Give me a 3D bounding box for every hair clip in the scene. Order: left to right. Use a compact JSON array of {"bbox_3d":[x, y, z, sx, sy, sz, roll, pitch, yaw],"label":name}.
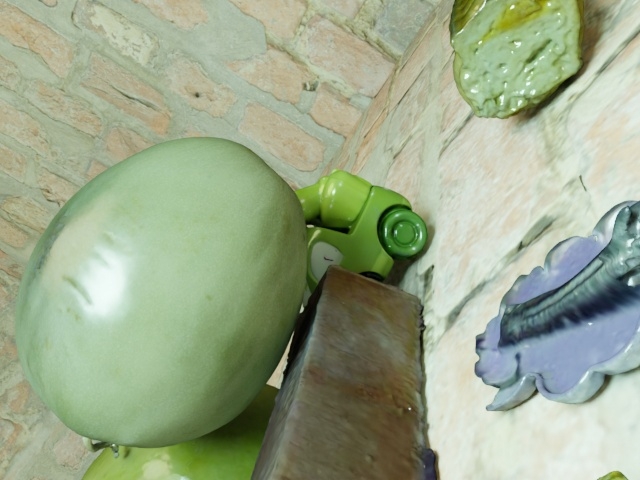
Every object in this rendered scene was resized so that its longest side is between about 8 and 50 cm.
[{"bbox_3d":[0.144,0.034,0.333,0.124,0.052,0.195,-59,1,-38],"label":"hair clip"}]

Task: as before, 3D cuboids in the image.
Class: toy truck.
[{"bbox_3d":[0.021,-0.004,0.705,0.187,0.210,0.148,-44,4,-9],"label":"toy truck"}]

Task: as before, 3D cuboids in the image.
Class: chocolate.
[{"bbox_3d":[0.017,0.141,0.475,0.112,0.111,0.321,-57,8,28],"label":"chocolate"}]

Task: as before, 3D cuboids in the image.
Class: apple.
[{"bbox_3d":[-0.146,0.334,0.675,0.360,0.311,0.320,-30,70,63],"label":"apple"}]

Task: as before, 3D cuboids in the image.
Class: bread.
[{"bbox_3d":[0.210,-0.240,0.628,0.152,0.129,0.268,-59,6,35],"label":"bread"}]

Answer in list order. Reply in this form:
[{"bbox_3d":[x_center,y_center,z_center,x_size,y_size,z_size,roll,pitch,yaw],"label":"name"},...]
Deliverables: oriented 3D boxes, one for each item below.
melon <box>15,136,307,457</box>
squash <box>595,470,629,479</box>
[{"bbox_3d":[-0.144,0.049,0.545,0.272,0.271,0.308,-43,26,62],"label":"melon"},{"bbox_3d":[0.055,0.181,0.258,0.224,0.094,0.094,-49,11,17],"label":"squash"}]
